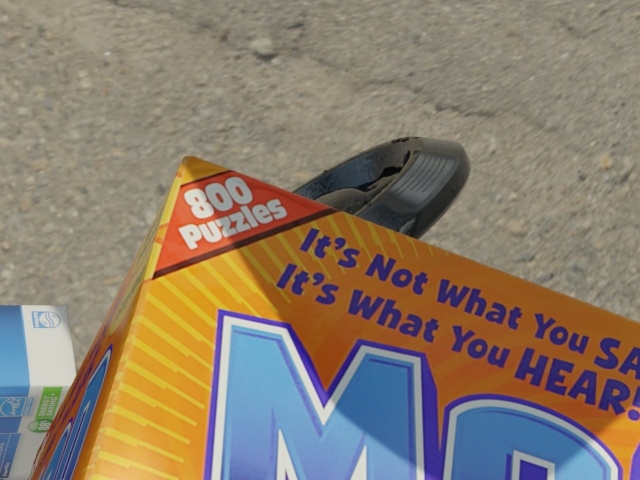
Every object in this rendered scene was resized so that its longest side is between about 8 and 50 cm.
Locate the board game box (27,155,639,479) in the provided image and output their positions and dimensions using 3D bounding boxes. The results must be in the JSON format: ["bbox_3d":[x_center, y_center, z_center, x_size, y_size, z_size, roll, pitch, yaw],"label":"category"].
[{"bbox_3d":[0.009,0.246,0.602,0.356,0.356,0.356,20,143,-12],"label":"board game box"}]

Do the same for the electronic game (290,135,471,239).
[{"bbox_3d":[0.000,0.000,0.799,0.229,0.229,0.048,-27,104,26],"label":"electronic game"}]

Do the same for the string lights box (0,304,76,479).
[{"bbox_3d":[-0.316,0.111,0.831,0.133,0.260,0.076,116,146,-44],"label":"string lights box"}]
